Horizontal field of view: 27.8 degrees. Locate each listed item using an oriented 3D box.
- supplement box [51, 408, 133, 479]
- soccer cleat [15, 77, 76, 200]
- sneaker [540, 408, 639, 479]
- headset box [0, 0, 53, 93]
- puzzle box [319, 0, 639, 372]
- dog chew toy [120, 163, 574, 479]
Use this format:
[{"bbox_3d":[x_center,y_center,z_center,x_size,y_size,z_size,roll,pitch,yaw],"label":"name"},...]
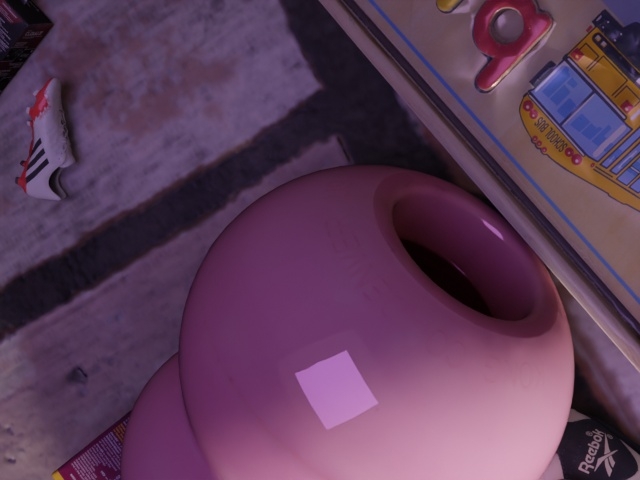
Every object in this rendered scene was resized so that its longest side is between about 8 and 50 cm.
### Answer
[{"bbox_3d":[-0.125,0.140,0.845,0.083,0.055,0.043,-39,86,24],"label":"supplement box"},{"bbox_3d":[-0.174,-0.065,0.842,0.035,0.029,0.083,20,110,8],"label":"soccer cleat"},{"bbox_3d":[0.190,0.143,0.696,0.235,0.094,0.153,-34,95,34],"label":"sneaker"},{"bbox_3d":[-0.220,-0.138,0.842,0.062,0.032,0.083,46,112,7],"label":"headset box"},{"bbox_3d":[0.188,-0.102,0.630,0.272,0.052,0.409,-47,71,21],"label":"puzzle box"},{"bbox_3d":[-0.014,0.116,0.711,0.206,0.206,0.332,43,123,9],"label":"dog chew toy"}]
